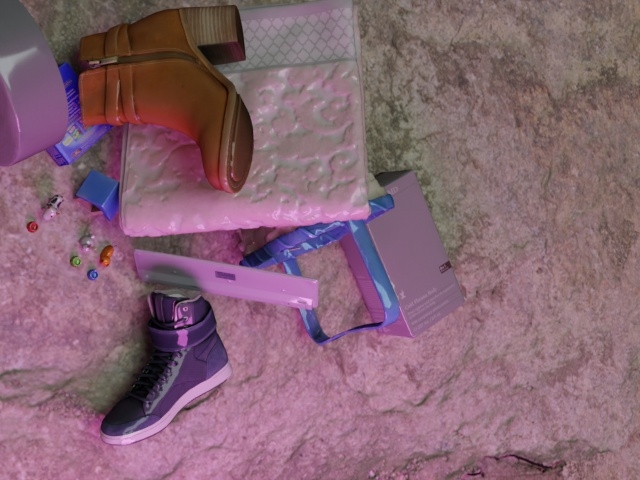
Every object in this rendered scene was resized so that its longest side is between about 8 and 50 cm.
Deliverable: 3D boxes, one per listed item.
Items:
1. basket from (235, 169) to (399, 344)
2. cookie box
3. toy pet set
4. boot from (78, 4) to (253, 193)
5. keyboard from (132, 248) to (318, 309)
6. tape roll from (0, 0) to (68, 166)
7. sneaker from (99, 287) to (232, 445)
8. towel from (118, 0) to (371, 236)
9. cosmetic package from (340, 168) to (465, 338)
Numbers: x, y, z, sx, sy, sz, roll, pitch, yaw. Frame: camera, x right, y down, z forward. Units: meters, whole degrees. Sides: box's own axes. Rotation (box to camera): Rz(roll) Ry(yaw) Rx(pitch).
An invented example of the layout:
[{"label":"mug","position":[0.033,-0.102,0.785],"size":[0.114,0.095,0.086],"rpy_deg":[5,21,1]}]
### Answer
[{"label":"basket","position":[0.000,0.000,1.687],"size":[0.201,0.254,0.289],"rpy_deg":[-16,87,-29]},{"label":"cookie box","position":[-0.343,-0.168,1.586],"size":[0.092,0.040,0.107],"rpy_deg":[-47,113,-28]},{"label":"toy pet set","position":[-0.306,-0.026,1.590],"size":[0.122,0.065,0.114],"rpy_deg":[41,66,-26]},{"label":"boot","position":[-0.205,-0.174,1.521],"size":[0.220,0.109,0.283],"rpy_deg":[-9,69,6]},{"label":"keyboard","position":[-0.129,0.052,1.620],"size":[0.256,0.072,0.014],"rpy_deg":[9,51,5]},{"label":"tape roll","position":[-0.398,-0.202,1.442],"size":[0.072,0.219,0.219],"rpy_deg":[-32,105,-32]},{"label":"sneaker","position":[-0.224,0.160,1.604],"size":[0.226,0.086,0.163],"rpy_deg":[-36,127,-40]},{"label":"towel","position":[-0.103,-0.167,1.588],"size":[0.331,0.053,0.317],"rpy_deg":[-4,74,9]},{"label":"cosmetic package","position":[0.117,0.019,1.858],"size":[0.127,0.107,0.238],"rpy_deg":[-32,109,-28]}]
